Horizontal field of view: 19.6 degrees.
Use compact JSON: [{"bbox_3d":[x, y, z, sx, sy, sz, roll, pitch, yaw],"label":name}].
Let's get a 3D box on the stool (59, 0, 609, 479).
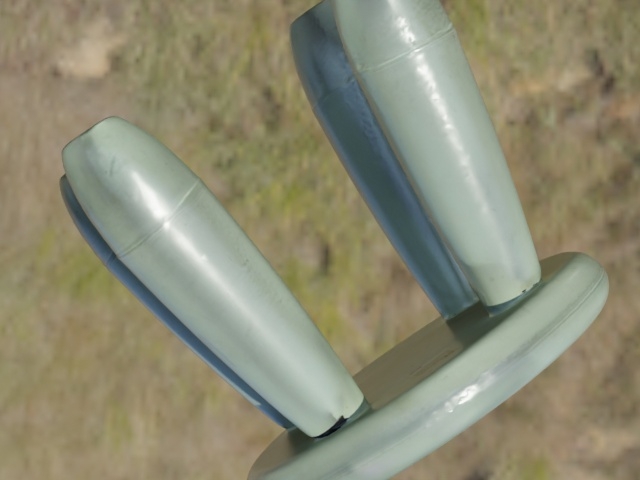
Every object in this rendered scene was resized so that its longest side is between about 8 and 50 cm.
[{"bbox_3d":[0.000,0.000,0.855,0.195,0.199,0.195,-37,-177,-9],"label":"stool"}]
